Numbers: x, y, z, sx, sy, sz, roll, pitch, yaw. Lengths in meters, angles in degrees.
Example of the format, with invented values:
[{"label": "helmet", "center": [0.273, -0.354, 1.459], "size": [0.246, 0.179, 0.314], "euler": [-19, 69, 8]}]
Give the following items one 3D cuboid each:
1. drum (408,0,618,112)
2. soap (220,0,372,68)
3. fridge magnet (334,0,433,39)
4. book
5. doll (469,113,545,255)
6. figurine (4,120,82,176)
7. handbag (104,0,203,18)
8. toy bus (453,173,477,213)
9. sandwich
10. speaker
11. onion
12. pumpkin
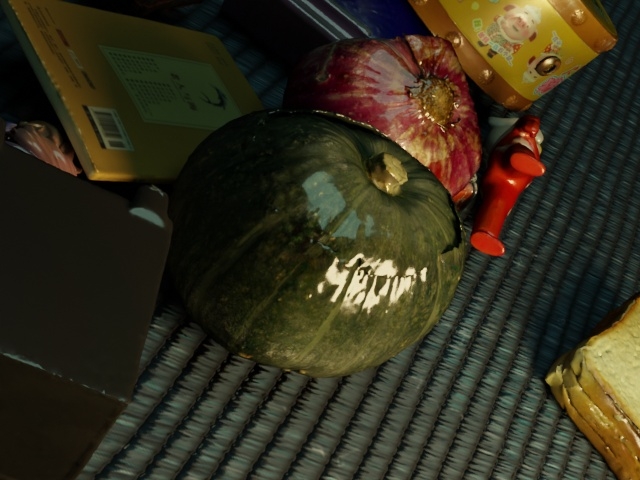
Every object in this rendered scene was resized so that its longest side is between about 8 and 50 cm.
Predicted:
[{"label": "drum", "center": [0.297, -0.436, 1.806], "size": [0.431, 0.214, 0.431], "euler": [43, 24, -25]}, {"label": "soap", "center": [-0.037, -0.317, 1.558], "size": [0.203, 0.122, 0.065], "euler": [37, 60, -5]}, {"label": "fridge magnet", "center": [0.071, -0.360, 1.706], "size": [0.265, 0.112, 0.265], "euler": [23, 43, -24]}, {"label": "book", "center": [-0.191, -0.173, 1.307], "size": [0.389, 0.032, 0.269], "euler": [1, 54, -56]}, {"label": "doll", "center": [0.283, -0.106, 1.613], "size": [0.099, 0.188, 0.384], "euler": [24, 24, 0]}, {"label": "figurine", "center": [-0.297, -0.072, 1.119], "size": [0.157, 0.114, 0.126], "euler": [-47, 129, -58]}, {"label": "handbag", "center": [-0.249, -0.395, 1.423], "size": [0.215, 0.155, 0.169], "euler": [47, 41, 2]}, {"label": "toy bus", "center": [0.168, -0.118, 1.600], "size": [0.077, 0.079, 0.174], "euler": [4, 51, -27]}, {"label": "sandwich", "center": [0.471, 0.244, 1.511], "size": [0.271, 0.099, 0.301], "euler": [-26, 77, -45]}, {"label": "speaker", "center": [-0.281, 0.053, 0.961], "size": [0.232, 0.184, 0.254], "euler": [25, 41, -18]}, {"label": "onion", "center": [0.069, -0.142, 1.423], "size": [0.230, 0.272, 0.256], "euler": [-24, 74, -33]}, {"label": "pumpkin", "center": [0.000, 0.000, 1.199], "size": [0.327, 0.257, 0.291], "euler": [4, 47, -45]}]
